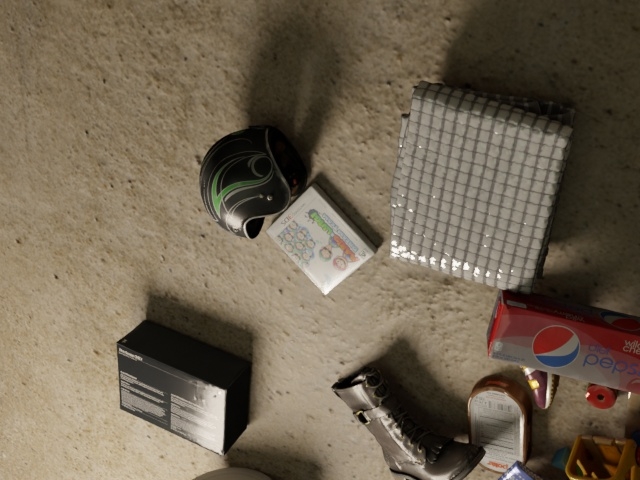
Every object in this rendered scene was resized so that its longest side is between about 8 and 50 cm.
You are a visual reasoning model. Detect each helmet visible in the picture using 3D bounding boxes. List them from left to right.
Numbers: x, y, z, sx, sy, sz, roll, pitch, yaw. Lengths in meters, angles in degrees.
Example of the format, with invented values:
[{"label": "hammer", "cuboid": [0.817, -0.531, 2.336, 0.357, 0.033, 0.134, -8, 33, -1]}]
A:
[{"label": "helmet", "cuboid": [-0.117, -0.092, 1.295, 0.162, 0.169, 0.169, -25, 102, 20]}]

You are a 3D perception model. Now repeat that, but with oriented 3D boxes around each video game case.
[{"label": "video game case", "cuboid": [0.000, 0.000, 1.368, 0.157, 0.019, 0.143, 47, 128, -1]}]

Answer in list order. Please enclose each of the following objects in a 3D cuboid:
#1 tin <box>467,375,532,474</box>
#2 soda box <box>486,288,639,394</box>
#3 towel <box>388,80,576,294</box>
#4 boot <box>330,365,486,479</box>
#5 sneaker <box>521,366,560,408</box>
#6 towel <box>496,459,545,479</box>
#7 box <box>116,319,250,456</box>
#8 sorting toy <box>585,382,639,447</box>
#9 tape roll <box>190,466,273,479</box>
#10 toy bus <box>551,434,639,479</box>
[{"label": "tin", "cuboid": [0.304, 0.318, 1.362, 0.106, 0.040, 0.189, 8, 119, 30]}, {"label": "soda box", "cuboid": [0.378, 0.146, 1.148, 0.263, 0.083, 0.092, 13, 108, 6]}, {"label": "towel", "cuboid": [0.226, -0.082, 1.140, 0.235, 0.121, 0.283, 18, 124, 22]}, {"label": "boot", "cuboid": [0.141, 0.320, 1.400, 0.229, 0.091, 0.263, 56, 143, -6]}, {"label": "sneaker", "cuboid": [0.328, 0.175, 1.252, 0.084, 0.069, 0.185, 2, 107, 26]}, {"label": "towel", "cuboid": [0.376, 0.531, 1.402, 0.243, 0.040, 0.336, 34, 137, 12]}, {"label": "box", "cuboid": [-0.281, 0.298, 1.631, 0.261, 0.103, 0.184, 19, 126, 20]}, {"label": "sorting toy", "cuboid": [0.541, 0.297, 1.211, 0.275, 0.046, 0.132, 8, 119, 25]}, {"label": "tape roll", "cuboid": [-0.189, 0.618, 1.664, 0.246, 0.246, 0.169, 8, 118, 25]}, {"label": "toy bus", "cuboid": [0.461, 0.393, 1.235, 0.202, 0.104, 0.191, 27, 145, 14]}]
